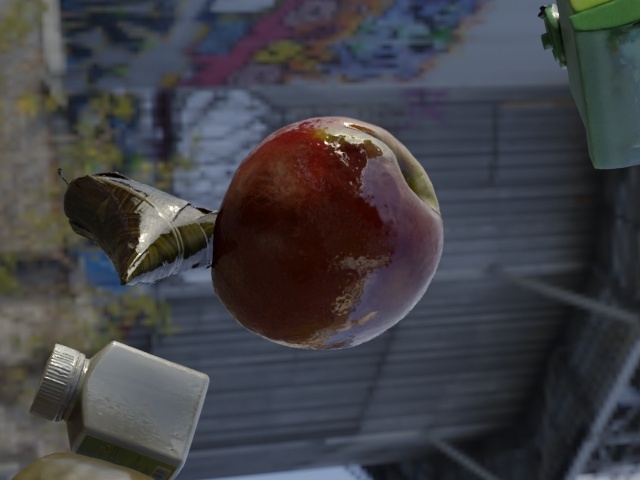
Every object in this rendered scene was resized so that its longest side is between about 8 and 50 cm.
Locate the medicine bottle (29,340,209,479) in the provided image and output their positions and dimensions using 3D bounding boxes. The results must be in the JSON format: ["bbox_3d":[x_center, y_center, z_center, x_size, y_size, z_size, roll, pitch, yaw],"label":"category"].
[{"bbox_3d":[-0.241,0.195,1.984,0.088,0.188,0.132,126,-17,-58],"label":"medicine bottle"}]

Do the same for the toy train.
[{"bbox_3d":[0.291,-0.217,1.694,0.301,0.120,0.202,66,7,-59],"label":"toy train"}]

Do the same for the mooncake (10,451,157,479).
[{"bbox_3d":[-0.260,0.377,1.792,0.155,0.284,0.284,13,-69,24],"label":"mooncake"}]

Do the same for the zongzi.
[{"bbox_3d":[-0.293,-0.016,2.274,0.247,0.241,0.111,21,-70,22],"label":"zongzi"}]

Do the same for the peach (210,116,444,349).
[{"bbox_3d":[0.000,0.000,2.218,0.332,0.308,0.308,-33,-125,28],"label":"peach"}]
